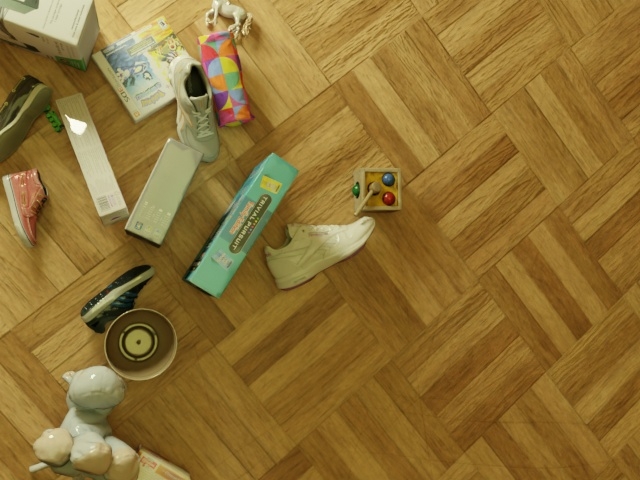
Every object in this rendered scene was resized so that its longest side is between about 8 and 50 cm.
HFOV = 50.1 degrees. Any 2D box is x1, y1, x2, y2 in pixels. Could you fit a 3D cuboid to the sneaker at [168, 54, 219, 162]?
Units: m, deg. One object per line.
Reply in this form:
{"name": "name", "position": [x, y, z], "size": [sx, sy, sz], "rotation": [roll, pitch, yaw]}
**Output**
{"name": "sneaker", "position": [-0.295, -0.308, 1.638], "size": [0.099, 0.121, 0.263], "rotation": [-21, 113, -19]}

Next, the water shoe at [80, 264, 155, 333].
{"name": "water shoe", "position": [-0.470, 0.137, 1.631], "size": [0.203, 0.073, 0.080], "rotation": [-36, 118, -10]}

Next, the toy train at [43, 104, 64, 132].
{"name": "toy train", "position": [-0.637, -0.294, 1.624], "size": [0.023, 0.017, 0.083], "rotation": [-35, 96, -25]}

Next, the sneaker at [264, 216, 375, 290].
{"name": "sneaker", "position": [0.000, 0.000, 1.729], "size": [0.305, 0.114, 0.152], "rotation": [-30, 96, -14]}

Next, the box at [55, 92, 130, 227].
{"name": "box", "position": [-0.522, -0.187, 1.570], "size": [0.067, 0.063, 0.324], "rotation": [-22, 72, -16]}

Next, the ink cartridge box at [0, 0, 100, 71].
{"name": "ink cartridge box", "position": [-0.658, -0.506, 1.530], "size": [0.289, 0.211, 0.122], "rotation": [18, 84, -12]}

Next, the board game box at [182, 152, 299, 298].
{"name": "board game box", "position": [-0.193, -0.029, 1.608], "size": [0.079, 0.254, 0.336], "rotation": [33, 80, -12]}

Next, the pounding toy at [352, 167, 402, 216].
{"name": "pounding toy", "position": [0.139, -0.122, 1.779], "size": [0.141, 0.100, 0.130], "rotation": [-1, 87, -15]}

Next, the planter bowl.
{"name": "planter bowl", "position": [-0.423, 0.241, 1.606], "size": [0.162, 0.109, 0.162], "rotation": [2, 84, -18]}

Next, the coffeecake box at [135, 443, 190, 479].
{"name": "coffeecake box", "position": [-0.417, 0.601, 1.612], "size": [0.142, 0.068, 0.185], "rotation": [36, 79, -10]}

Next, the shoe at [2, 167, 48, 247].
{"name": "shoe", "position": [-0.666, -0.076, 1.581], "size": [0.081, 0.063, 0.178], "rotation": [-17, 88, -10]}

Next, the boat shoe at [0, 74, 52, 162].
{"name": "boat shoe", "position": [-0.712, -0.276, 1.575], "size": [0.068, 0.081, 0.228], "rotation": [34, 83, 8]}

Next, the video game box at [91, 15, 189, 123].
{"name": "video game box", "position": [-0.419, -0.417, 1.674], "size": [0.205, 0.048, 0.187], "rotation": [-35, 99, -14]}

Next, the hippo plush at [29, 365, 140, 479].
{"name": "hippo plush", "position": [-0.494, 0.412, 1.539], "size": [0.234, 0.294, 0.237], "rotation": [20, 60, -13]}

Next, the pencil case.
{"name": "pencil case", "position": [-0.232, -0.399, 1.689], "size": [0.104, 0.104, 0.237], "rotation": [-13, 96, -15]}

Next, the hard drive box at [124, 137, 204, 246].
{"name": "hard drive box", "position": [-0.367, -0.106, 1.603], "size": [0.089, 0.181, 0.232], "rotation": [25, 82, -13]}

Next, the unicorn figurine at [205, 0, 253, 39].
{"name": "unicorn figurine", "position": [-0.243, -0.583, 1.728], "size": [0.161, 0.060, 0.111], "rotation": [28, 80, -28]}
